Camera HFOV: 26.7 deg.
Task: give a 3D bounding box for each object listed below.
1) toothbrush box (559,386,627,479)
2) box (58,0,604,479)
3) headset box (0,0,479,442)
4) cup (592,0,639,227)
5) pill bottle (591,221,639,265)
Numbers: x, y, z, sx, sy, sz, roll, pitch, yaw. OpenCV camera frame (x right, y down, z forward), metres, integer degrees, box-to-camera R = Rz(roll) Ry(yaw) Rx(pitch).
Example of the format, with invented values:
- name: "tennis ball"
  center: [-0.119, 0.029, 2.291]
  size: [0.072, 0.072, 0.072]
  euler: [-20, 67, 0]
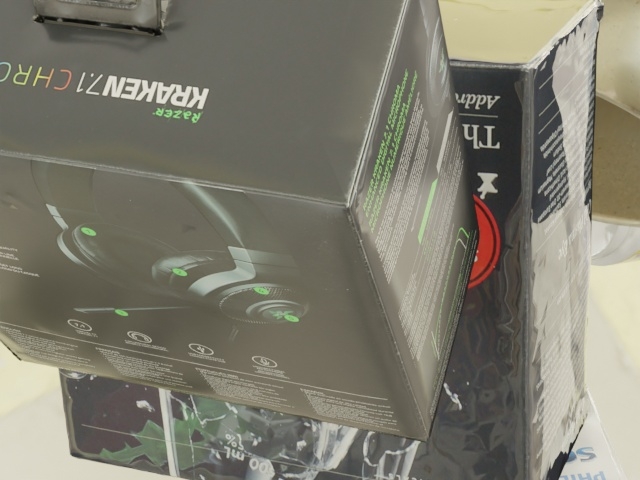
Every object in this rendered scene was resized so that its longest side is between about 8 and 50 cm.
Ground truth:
- name: "toothbrush box"
  center: [0.119, 0.276, 1.099]
  size: [0.216, 0.296, 0.126]
  euler: [-6, 37, -5]
- name: "box"
  center: [0.000, 0.000, 0.908]
  size: [0.343, 0.313, 0.179]
  euler: [6, 25, 23]
- name: "headset box"
  center: [-0.067, -0.030, 0.634]
  size: [0.246, 0.283, 0.131]
  euler: [9, 66, 17]
- name: "cup"
  center: [0.236, -0.189, 1.233]
  size: [0.331, 0.331, 0.237]
  euler: [-8, 57, 66]
- name: "pill bottle"
  center: [0.327, -0.033, 1.498]
  size: [0.119, 0.119, 0.208]
  euler: [-26, -12, 32]
